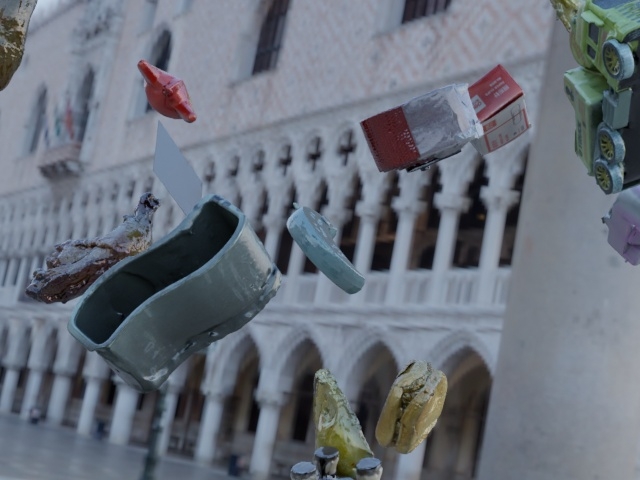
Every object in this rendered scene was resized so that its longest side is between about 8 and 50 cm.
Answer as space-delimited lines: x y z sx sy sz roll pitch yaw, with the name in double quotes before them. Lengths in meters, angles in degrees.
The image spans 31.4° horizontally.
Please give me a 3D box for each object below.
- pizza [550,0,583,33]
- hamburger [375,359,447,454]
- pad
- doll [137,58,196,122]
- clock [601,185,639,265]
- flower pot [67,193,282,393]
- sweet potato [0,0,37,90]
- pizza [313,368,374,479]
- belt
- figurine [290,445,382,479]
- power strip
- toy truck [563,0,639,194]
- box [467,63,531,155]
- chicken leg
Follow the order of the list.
"pizza" 0.500 -0.510 2.318 0.075 0.288 0.280 -33 -18 23
"hamburger" 0.201 0.363 2.482 0.108 0.214 0.214 22 -7 14
"pad" -0.264 -0.118 2.124 0.004 0.127 0.190 -14 -41 15
"doll" -0.217 -0.202 1.606 0.109 0.057 0.169 47 -10 -6
"clock" 0.600 -0.087 1.953 0.090 0.248 0.227 46 -7 22
"flower pot" -0.159 0.064 1.273 0.103 0.229 0.108 46 -7 47
"sweet potato" -0.375 -0.270 1.383 0.054 0.182 0.053 23 -12 -35
"pizza" 0.021 0.335 1.982 0.080 0.204 0.188 -21 30 -18
"belt" 0.179 -0.186 1.961 0.200 0.124 0.128 -22 3 -7
"figurine" 0.045 0.543 1.899 0.306 0.412 0.241 28 32 14
"power strip" 0.000 0.000 2.384 0.167 0.054 0.253 40 13 -37
"toy truck" 0.263 -0.136 0.988 0.085 0.116 0.191 -21 -44 -10
"box" 0.366 -0.271 2.421 0.133 0.099 0.182 -35 -21 1
"chicken leg" -0.410 0.018 2.127 0.177 0.322 0.083 34 -31 51
